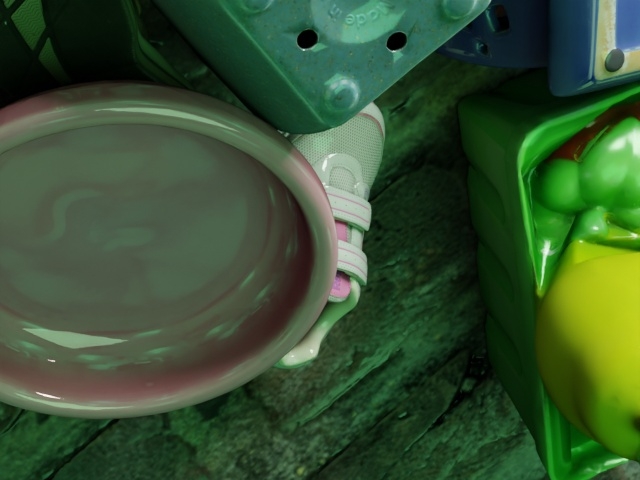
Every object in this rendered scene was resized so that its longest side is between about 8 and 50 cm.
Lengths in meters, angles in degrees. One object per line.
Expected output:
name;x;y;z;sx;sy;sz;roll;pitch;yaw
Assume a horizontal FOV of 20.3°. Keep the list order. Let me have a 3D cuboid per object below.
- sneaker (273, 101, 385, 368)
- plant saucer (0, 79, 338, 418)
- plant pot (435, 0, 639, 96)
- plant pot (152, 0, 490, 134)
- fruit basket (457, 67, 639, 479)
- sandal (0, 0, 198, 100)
sneaker;0.000;0.000;1.477;0.103;0.111;0.252;9;107;-33
plant saucer;-0.155;0.000;1.342;0.332;0.084;0.332;-5;136;-5
plant pot;0.231;-0.252;1.431;0.236;0.212;0.236;-14;119;-23
plant pot;-0.014;-0.218;1.254;0.248;0.252;0.247;-39;128;5
fruit basket;0.276;0.044;1.505;0.283;0.392;0.392;-22;122;-20
sandal;-0.175;-0.145;1.328;0.120;0.086;0.303;-22;144;10
